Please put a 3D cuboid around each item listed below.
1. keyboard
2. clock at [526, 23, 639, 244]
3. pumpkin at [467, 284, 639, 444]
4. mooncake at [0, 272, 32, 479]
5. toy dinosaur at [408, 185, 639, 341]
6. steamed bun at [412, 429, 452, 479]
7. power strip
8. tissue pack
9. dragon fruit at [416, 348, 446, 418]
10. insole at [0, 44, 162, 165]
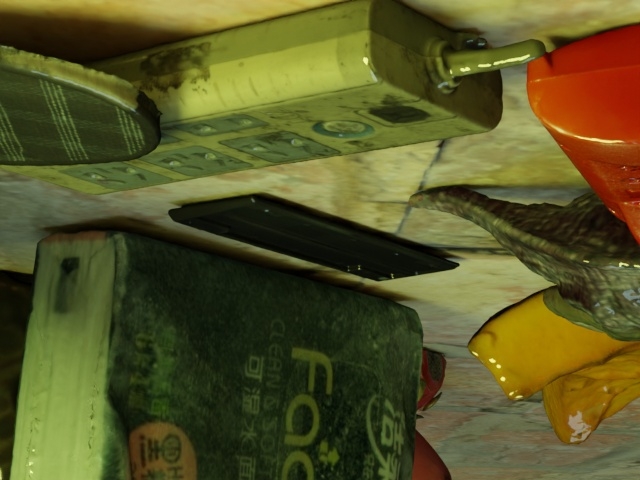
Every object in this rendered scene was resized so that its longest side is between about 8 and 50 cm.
[{"bbox_3d":[0.000,0.000,0.981,0.067,0.011,0.202,-10,163,36],"label":"keyboard"},{"bbox_3d":[0.153,-0.039,0.668,0.113,0.061,0.155,-4,164,20],"label":"clock"},{"bbox_3d":[0.254,0.062,1.031,0.290,0.095,0.258,-9,167,18],"label":"pumpkin"},{"bbox_3d":[-0.232,0.133,1.137,0.228,0.228,0.124,7,159,-22],"label":"mooncake"},{"bbox_3d":[0.189,0.010,0.815,0.294,0.077,0.162,-3,171,39],"label":"toy dinosaur"},{"bbox_3d":[0.005,0.267,1.592,0.309,0.309,0.309,2,168,0],"label":"steamed bun"},{"bbox_3d":[-0.028,-0.056,0.669,0.268,0.034,0.092,-7,164,36],"label":"power strip"},{"bbox_3d":[-0.061,0.130,1.078,0.103,0.228,0.315,-1,169,38],"label":"tissue pack"},{"bbox_3d":[0.074,0.124,1.428,0.056,0.060,0.083,-1,166,29],"label":"dragon fruit"},{"bbox_3d":[-0.212,-0.059,0.655,0.309,0.012,0.110,7,160,5],"label":"insole"}]
